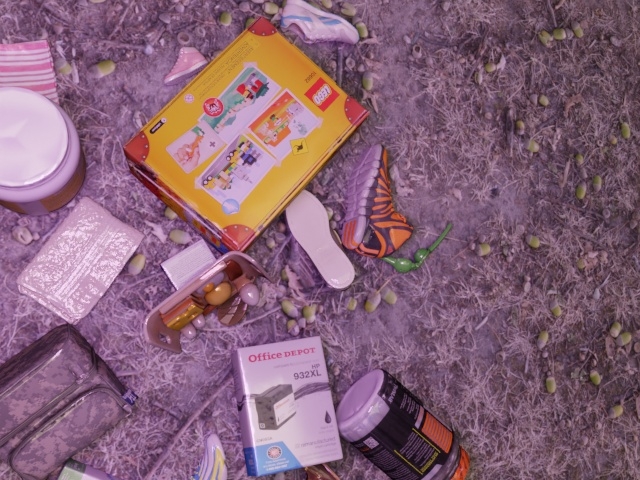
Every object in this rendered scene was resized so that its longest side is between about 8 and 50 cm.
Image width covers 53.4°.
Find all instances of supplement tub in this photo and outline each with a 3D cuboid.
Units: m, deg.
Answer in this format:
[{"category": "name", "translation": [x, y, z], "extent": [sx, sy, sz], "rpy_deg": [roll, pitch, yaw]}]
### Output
[{"category": "supplement tub", "translation": [-0.656, -0.192, 1.418], "extent": [0.240, 0.331, 0.241], "rpy_deg": [2, 84, -17]}, {"category": "supplement tub", "translation": [0.217, 0.517, 1.678], "extent": [0.338, 0.207, 0.207], "rpy_deg": [43, 75, -9]}]

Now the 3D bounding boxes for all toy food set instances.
[{"category": "toy food set", "translation": [-0.258, 0.159, 1.528], "extent": [0.306, 0.220, 0.092], "rpy_deg": [-38, 72, -3]}]

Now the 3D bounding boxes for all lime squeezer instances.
[{"category": "lime squeezer", "translation": [0.258, 0.035, 1.829], "extent": [0.310, 0.059, 0.110], "rpy_deg": [-14, 56, -17]}]

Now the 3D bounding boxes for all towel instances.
[{"category": "towel", "translation": [-0.732, -0.395, 1.574], "extent": [0.144, 0.029, 0.197], "rpy_deg": [-10, 88, -17]}, {"category": "towel", "translation": [-0.588, 0.048, 1.563], "extent": [0.187, 0.049, 0.282], "rpy_deg": [36, 76, -11]}]

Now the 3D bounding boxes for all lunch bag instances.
[{"category": "lunch bag", "translation": [-0.608, 0.375, 1.451], "extent": [0.305, 0.212, 0.256], "rpy_deg": [-39, 113, -16]}]

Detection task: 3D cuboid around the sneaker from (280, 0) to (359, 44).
[{"category": "sneaker", "translation": [-0.002, -0.594, 1.794], "extent": [0.228, 0.087, 0.092], "rpy_deg": [20, 86, -7]}]

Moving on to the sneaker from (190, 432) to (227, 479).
[{"category": "sneaker", "translation": [-0.296, 0.605, 1.574], "extent": [0.126, 0.091, 0.240], "rpy_deg": [-4, 86, -17]}]

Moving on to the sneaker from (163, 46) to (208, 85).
[{"category": "sneaker", "translation": [-0.369, -0.464, 1.681], "extent": [0.134, 0.051, 0.070], "rpy_deg": [-35, 93, -20]}]

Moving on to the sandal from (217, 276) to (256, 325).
[{"category": "sandal", "translation": [-0.209, 0.141, 1.667], "extent": [0.072, 0.049, 0.180], "rpy_deg": [18, 78, 14]}]

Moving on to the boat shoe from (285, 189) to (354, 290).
[{"category": "boat shoe", "translation": [-0.004, 0.002, 1.718], "extent": [0.109, 0.091, 0.305], "rpy_deg": [-28, 74, -4]}]

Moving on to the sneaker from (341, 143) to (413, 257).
[{"category": "sneaker", "translation": [0.172, -0.100, 1.779], "extent": [0.180, 0.124, 0.321], "rpy_deg": [20, 75, -24]}]

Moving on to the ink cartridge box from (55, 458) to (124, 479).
[{"category": "ink cartridge box", "translation": [-0.536, 0.631, 1.498], "extent": [0.212, 0.093, 0.154], "rpy_deg": [29, 76, -14]}]

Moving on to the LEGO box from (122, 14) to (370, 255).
[{"category": "LEGO box", "translation": [-0.183, -0.253, 1.621], "extent": [0.372, 0.193, 0.500], "rpy_deg": [42, 75, -1]}]

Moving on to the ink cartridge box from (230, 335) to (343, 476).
[{"category": "ink cartridge box", "translation": [-0.090, 0.413, 1.602], "extent": [0.223, 0.129, 0.308], "rpy_deg": [-6, 73, -18]}]

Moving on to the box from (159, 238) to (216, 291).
[{"category": "box", "translation": [-0.321, 0.087, 1.628], "extent": [0.126, 0.072, 0.137], "rpy_deg": [-33, 94, -18]}]

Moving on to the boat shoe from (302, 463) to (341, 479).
[{"category": "boat shoe", "translation": [-0.016, 0.604, 1.671], "extent": [0.207, 0.073, 0.073], "rpy_deg": [46, 70, 0]}]
